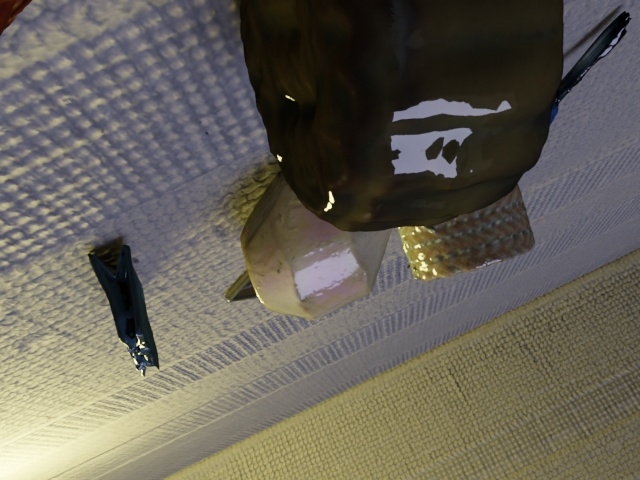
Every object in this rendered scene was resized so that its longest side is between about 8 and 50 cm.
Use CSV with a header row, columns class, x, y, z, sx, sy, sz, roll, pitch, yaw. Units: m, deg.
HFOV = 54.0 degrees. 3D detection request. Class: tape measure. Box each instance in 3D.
class,x,y,z,sx,sy,sz,roll,pitch,yaw
tape measure,0.284,-0.194,0.920,0.215,0.098,0.351,-6,149,-44

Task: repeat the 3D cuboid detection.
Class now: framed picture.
class,x,y,z,sx,sy,sz,roll,pitch,yaw
framed picture,-0.037,0.054,1.219,0.260,0.023,0.189,-5,150,-42

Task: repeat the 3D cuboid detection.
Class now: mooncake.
class,x,y,z,sx,sy,sz,roll,pitch,yaw
mooncake,0.041,-0.145,0.493,0.161,0.290,0.290,-13,156,-19

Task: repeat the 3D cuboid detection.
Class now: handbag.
class,x,y,z,sx,sy,sz,roll,pitch,yaw
handbag,-0.275,0.109,0.911,0.057,0.144,0.221,-18,158,-17

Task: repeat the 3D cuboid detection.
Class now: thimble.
class,x,y,z,sx,sy,sz,roll,pitch,yaw
thimble,0.272,-0.017,1.163,0.229,0.148,0.196,-18,180,-19

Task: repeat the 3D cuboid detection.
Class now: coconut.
class,x,y,z,sx,sy,sz,roll,pitch,yaw
coconut,0.000,0.000,0.904,0.236,0.197,0.237,-18,154,-9

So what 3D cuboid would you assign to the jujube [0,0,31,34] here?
class,x,y,z,sx,sy,sz,roll,pitch,yaw
jujube,-0.189,-0.199,0.259,0.197,0.197,0.290,2,131,-50
